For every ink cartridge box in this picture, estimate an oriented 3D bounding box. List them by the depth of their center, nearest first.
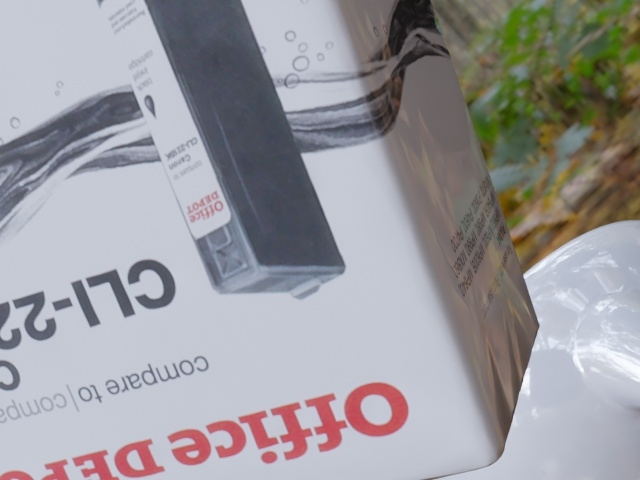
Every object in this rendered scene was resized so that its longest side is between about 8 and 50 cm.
[{"bbox_3d":[-0.067,-0.048,0.408,0.197,0.273,0.114,-17,13,20],"label":"ink cartridge box"}]

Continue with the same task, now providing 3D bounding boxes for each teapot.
[{"bbox_3d":[0.197,0.128,0.798,0.256,0.187,0.252,-3,-49,-49],"label":"teapot"}]
